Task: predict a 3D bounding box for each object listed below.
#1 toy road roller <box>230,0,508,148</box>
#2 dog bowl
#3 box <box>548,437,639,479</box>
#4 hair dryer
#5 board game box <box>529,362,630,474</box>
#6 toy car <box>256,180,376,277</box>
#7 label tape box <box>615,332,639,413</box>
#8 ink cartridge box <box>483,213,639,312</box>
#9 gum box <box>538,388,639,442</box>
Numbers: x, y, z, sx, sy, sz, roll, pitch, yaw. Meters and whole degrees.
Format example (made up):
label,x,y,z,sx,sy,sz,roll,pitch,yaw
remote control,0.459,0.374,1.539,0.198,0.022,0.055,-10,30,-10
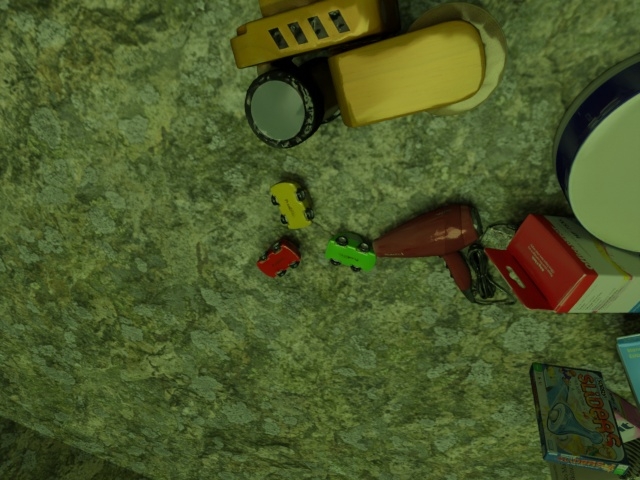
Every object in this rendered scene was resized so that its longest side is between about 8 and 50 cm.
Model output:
label,x,y,z,sx,sy,sz,roll,pitch,yaw
toy road roller,0.045,-0.266,0.537,0.330,0.202,0.240,-5,114,22
dog bowl,0.466,-0.114,0.584,0.265,0.104,0.264,8,129,10
box,0.684,0.526,1.011,0.275,0.113,0.094,-34,111,33
hair dryer,0.238,0.036,0.783,0.294,0.080,0.223,16,129,4
board game box,0.500,0.341,0.863,0.136,0.201,0.035,5,128,12
toy car,0.000,0.000,0.845,0.225,0.053,0.239,18,130,2
label tape box,0.631,0.212,0.689,0.249,0.115,0.348,-19,150,29
ink cartridge box,0.381,0.033,0.649,0.231,0.134,0.078,3,129,-18
gum box,0.595,0.413,0.980,0.107,0.062,0.188,32,129,-9
